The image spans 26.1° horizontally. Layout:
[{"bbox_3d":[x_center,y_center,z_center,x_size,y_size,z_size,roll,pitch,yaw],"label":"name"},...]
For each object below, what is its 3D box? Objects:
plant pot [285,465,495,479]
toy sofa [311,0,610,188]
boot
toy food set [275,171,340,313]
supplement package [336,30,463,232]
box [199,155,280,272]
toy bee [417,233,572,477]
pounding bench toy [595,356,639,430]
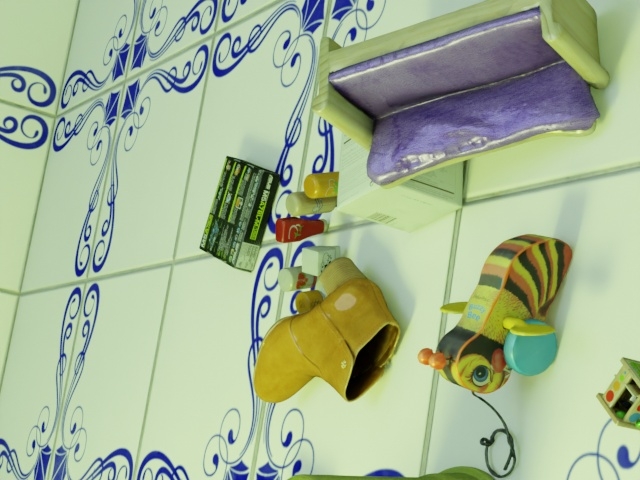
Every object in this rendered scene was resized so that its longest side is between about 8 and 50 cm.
[{"bbox_3d":[0.067,0.400,1.722,0.276,0.254,0.276,-35,47,49],"label":"plant pot"},{"bbox_3d":[0.177,-0.206,1.793,0.362,0.150,0.177,-14,62,31],"label":"toy sofa"},{"bbox_3d":[0.004,0.186,2.103,0.295,0.104,0.211,-58,32,21],"label":"boot"},{"bbox_3d":[0.000,0.000,2.247,0.111,0.104,0.232,13,106,49],"label":"toy food set"},{"bbox_3d":[0.121,-0.157,2.025,0.134,0.139,0.244,-27,52,53],"label":"supplement package"},{"bbox_3d":[-0.152,-0.051,2.567,0.184,0.045,0.191,24,98,64],"label":"box"},{"bbox_3d":[0.210,0.126,1.702,0.195,0.162,0.298,-23,57,54],"label":"toy bee"},{"bbox_3d":[0.354,0.183,1.524,0.065,0.052,0.083,-62,31,23],"label":"pounding bench toy"}]
